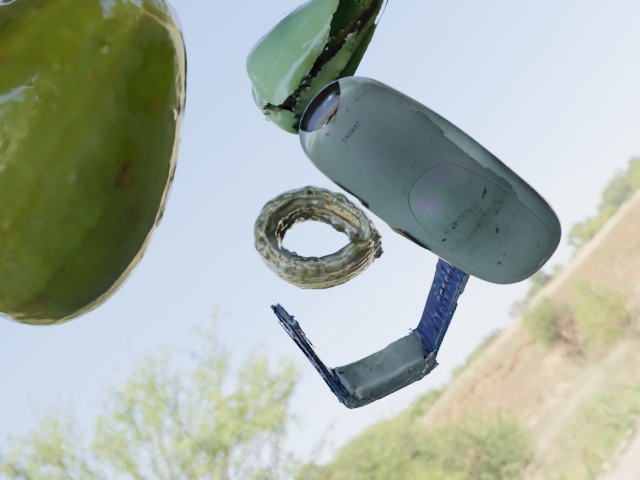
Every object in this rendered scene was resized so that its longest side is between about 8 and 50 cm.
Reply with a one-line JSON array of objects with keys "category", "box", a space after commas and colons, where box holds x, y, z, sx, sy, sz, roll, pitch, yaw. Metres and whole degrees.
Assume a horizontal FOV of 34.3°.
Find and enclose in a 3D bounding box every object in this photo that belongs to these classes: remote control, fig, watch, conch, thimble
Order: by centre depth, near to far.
[{"category": "remote control", "box": [0.091, -0.038, 0.796, 0.097, 0.256, 0.045, -53, 27, 16]}, {"category": "fig", "box": [-0.241, -0.087, 0.893, 0.326, 0.258, 0.258, -61, -15, 3]}, {"category": "conch", "box": [-0.004, -0.229, 1.286, 0.143, 0.137, 0.250, -15, -13, -39]}, {"category": "watch", "box": [0.100, 0.088, 1.310, 0.276, 0.068, 0.274, -28, -38, -1]}, {"category": "thimble", "box": [0.000, 0.000, 1.509, 0.143, 0.190, 0.138, 86, -168, -77]}]
